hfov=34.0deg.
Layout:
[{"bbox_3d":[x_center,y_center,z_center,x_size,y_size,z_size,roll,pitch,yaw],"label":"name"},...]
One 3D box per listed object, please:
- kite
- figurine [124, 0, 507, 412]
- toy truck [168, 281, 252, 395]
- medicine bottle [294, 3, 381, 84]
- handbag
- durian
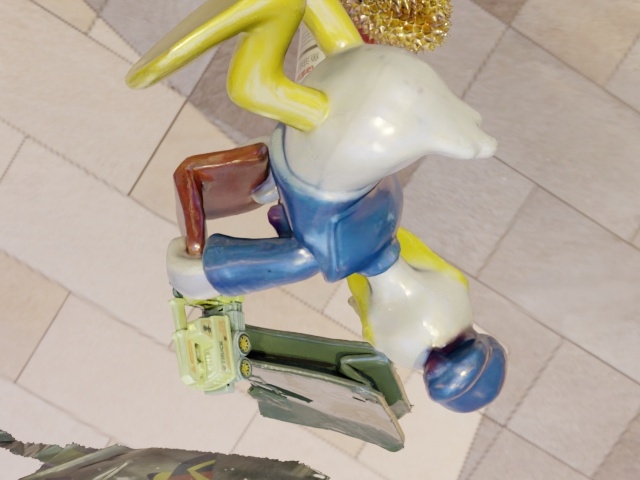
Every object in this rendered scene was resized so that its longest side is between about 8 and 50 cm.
[{"bbox_3d":[-0.121,0.103,0.410,0.245,0.141,0.015,9,117,34],"label":"kite"},{"bbox_3d":[0.000,0.000,0.693,0.283,0.204,0.338,-22,112,45],"label":"figurine"},{"bbox_3d":[-0.142,0.106,1.300,0.077,0.100,0.169,-11,73,33],"label":"toy truck"},{"bbox_3d":[0.026,-0.231,1.545,0.131,0.131,0.250,8,59,-5],"label":"medicine bottle"},{"bbox_3d":[-0.007,0.209,1.506,0.260,0.247,0.079,9,63,20],"label":"handbag"},{"bbox_3d":[0.091,-0.310,1.236,0.168,0.137,0.158,22,65,-27],"label":"durian"}]
